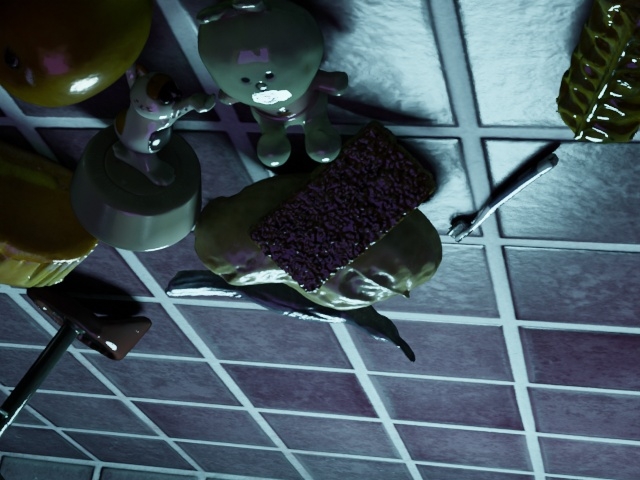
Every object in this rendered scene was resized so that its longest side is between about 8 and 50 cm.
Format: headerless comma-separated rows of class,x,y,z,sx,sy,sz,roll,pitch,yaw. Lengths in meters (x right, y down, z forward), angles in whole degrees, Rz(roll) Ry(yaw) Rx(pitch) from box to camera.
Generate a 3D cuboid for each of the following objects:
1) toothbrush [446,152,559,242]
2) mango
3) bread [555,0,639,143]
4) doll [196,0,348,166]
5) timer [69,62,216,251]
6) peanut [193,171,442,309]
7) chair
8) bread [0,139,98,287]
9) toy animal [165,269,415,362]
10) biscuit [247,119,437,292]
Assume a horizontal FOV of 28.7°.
toothbrush,0.241,-0.056,1.675,0.026,0.024,0.288,30,153,-9
mango,-0.252,-0.215,1.267,0.176,0.139,0.254,-29,-170,4
bread,0.312,-0.193,1.275,0.087,0.098,0.269,-30,160,-15
doll,-0.060,-0.195,1.393,0.155,0.113,0.275,-8,144,16
timer,-0.217,-0.128,1.562,0.175,0.175,0.266,13,144,-7
peanut,0.002,-0.006,1.711,0.340,0.158,0.174,18,120,-11
chair,-0.504,0.241,2.232,0.227,0.401,0.226,33,164,11
bread,-0.452,-0.049,1.772,0.288,0.204,0.156,21,136,-30
toy animal,-0.036,0.061,1.813,0.367,0.205,0.081,17,119,-11
biscuit,0.028,-0.040,1.597,0.231,0.025,0.131,-42,109,16
